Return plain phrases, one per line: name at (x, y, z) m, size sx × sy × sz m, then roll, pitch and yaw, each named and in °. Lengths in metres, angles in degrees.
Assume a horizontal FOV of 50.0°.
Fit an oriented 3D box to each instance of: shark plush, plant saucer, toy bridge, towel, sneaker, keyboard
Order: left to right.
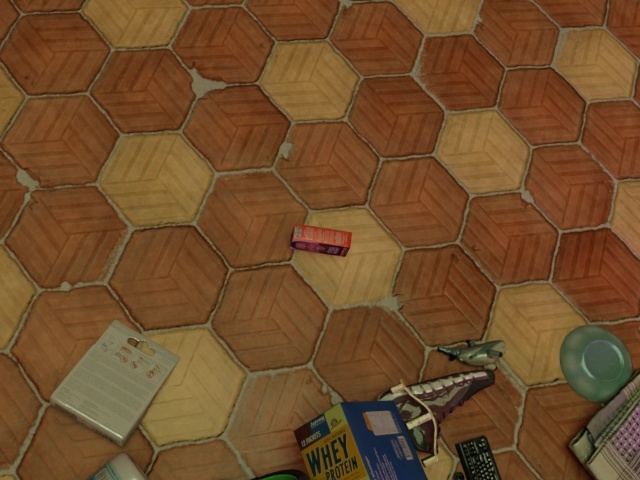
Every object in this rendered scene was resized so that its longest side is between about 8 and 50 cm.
toy bridge at (0.213, 0.389, 1.487) m, size 0.063 × 0.026 × 0.188 m, roll -22°, pitch 80°, yaw -7°
sneaker at (0.274, 0.394, 1.551) m, size 0.281 × 0.106 × 0.163 m, roll -13°, pitch 77°, yaw -3°
shark plush at (0.365, 0.269, 1.647) m, size 0.161 × 0.073 × 0.067 m, roll -6°, pitch 49°, yaw 10°
keyboard at (0.358, 0.540, 1.541) m, size 0.108 × 0.023 × 0.180 m, roll -13°, pitch 71°, yaw -14°
plant saucer at (0.687, 0.298, 1.681) m, size 0.194 × 0.037 × 0.195 m, roll 4°, pitch 69°, yaw -9°
towel at (0.775, 0.502, 1.595) m, size 0.312 × 0.056 × 0.324 m, roll -37°, pitch 84°, yaw -20°

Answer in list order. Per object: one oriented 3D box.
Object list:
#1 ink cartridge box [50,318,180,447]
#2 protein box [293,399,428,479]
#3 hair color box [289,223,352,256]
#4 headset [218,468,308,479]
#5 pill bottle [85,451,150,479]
ink cartridge box at (-0.442, 0.307, 1.494) m, size 0.181 × 0.056 × 0.225 m, roll 30°, pitch 49°, yaw 3°
protein box at (0.086, 0.447, 1.401) m, size 0.201 × 0.136 × 0.200 m, roll 14°, pitch 45°, yaw -50°
hair color box at (0.000, 0.000, 1.662) m, size 0.141 × 0.072 × 0.043 m, roll 9°, pitch 68°, yaw -5°
headset at (-0.185, 0.590, 1.337) m, size 0.394 × 0.243 × 0.185 m, roll -23°, pitch 94°, yaw -2°
pill bottle at (-0.449, 0.552, 1.335) m, size 0.264 × 0.146 × 0.146 m, roll -38°, pitch 79°, yaw -19°
